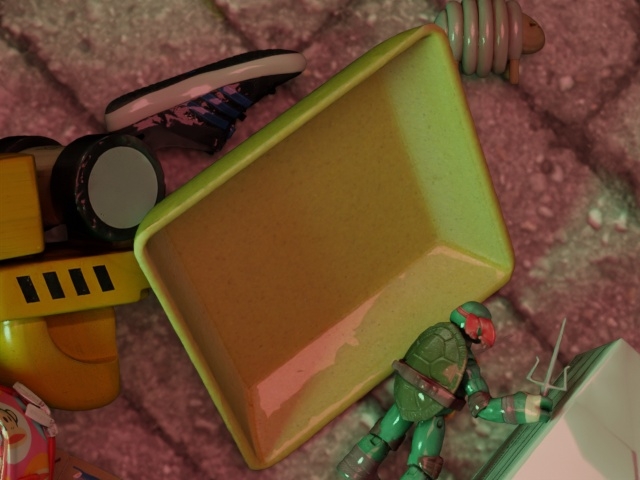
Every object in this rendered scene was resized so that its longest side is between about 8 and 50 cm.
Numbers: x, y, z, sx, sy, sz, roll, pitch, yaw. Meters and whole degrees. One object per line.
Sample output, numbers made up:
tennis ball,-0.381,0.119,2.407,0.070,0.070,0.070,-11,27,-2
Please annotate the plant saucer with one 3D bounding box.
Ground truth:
plant saucer,0.000,0.000,1.570,0.333,0.332,0.081,-37,45,-15

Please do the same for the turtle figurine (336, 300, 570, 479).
turtle figurine,0.115,0.139,1.590,0.118,0.175,0.234,31,93,-28

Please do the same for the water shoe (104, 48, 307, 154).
water shoe,-0.105,-0.125,1.667,0.203,0.073,0.080,-19,104,-9

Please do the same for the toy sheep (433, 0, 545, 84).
toy sheep,0.156,-0.200,1.711,0.132,0.091,0.091,-1,79,-5

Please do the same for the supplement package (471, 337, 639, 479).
supplement package,0.293,0.256,1.611,0.262,0.145,0.204,42,76,-1

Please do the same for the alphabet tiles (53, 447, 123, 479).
alphabet tiles,-0.275,0.351,1.516,0.285,0.011,0.342,23,75,15

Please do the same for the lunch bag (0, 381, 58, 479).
lunch bag,-0.330,0.255,1.442,0.258,0.120,0.293,10,96,15

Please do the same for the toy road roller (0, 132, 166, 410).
toy road roller,-0.291,0.035,1.496,0.330,0.202,0.240,-8,97,-38
